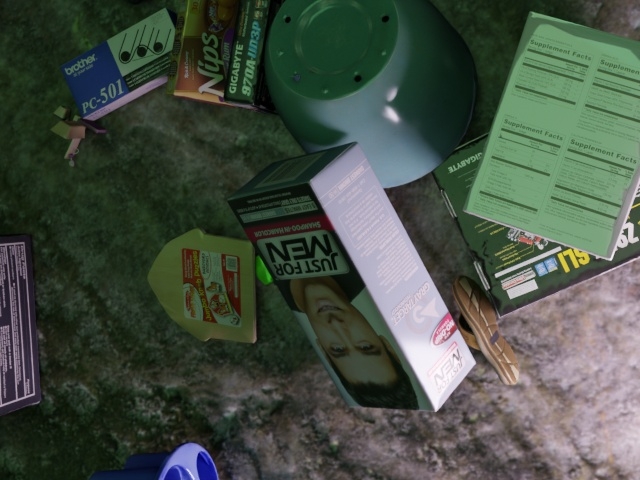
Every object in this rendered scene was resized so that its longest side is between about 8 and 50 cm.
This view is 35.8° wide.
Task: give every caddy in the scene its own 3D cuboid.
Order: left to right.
[{"bbox_3d":[-0.238,0.481,1.522,0.179,0.241,0.342,-1,92,20],"label":"caddy"}]

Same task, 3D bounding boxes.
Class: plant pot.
[{"bbox_3d":[0.053,-0.244,1.391,0.292,0.235,0.293,-5,76,20],"label":"plant pot"}]

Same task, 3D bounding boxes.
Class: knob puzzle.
[{"bbox_3d":[-0.188,0.069,1.592,0.213,0.030,0.213,8,110,22],"label":"knob puzzle"}]

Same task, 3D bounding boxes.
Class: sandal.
[{"bbox_3d":[0.239,0.140,1.488,0.049,0.072,0.180,-28,90,34],"label":"sandal"}]

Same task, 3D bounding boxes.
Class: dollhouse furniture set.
[{"bbox_3d":[-0.424,-0.164,1.607,0.091,0.114,0.081,30,103,8],"label":"dollhouse furniture set"}]

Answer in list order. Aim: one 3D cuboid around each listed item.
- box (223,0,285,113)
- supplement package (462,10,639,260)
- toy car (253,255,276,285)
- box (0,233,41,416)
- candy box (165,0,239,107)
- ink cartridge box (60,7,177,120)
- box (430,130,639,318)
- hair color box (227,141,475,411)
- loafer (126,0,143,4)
[{"bbox_3d":[-0.081,-0.305,1.485,0.051,0.175,0.220,10,95,12],"label":"box"},{"bbox_3d":[0.329,-0.131,1.303,0.198,0.199,0.263,19,96,13],"label":"supplement package"},{"bbox_3d":[0.000,0.000,1.541,0.224,0.053,0.239,-26,85,13],"label":"toy car"},{"bbox_3d":[-0.602,0.144,1.566,0.182,0.294,0.297,-3,91,16],"label":"box"},{"bbox_3d":[-0.171,-0.309,1.544,0.109,0.053,0.187,8,94,-25],"label":"candy box"},{"bbox_3d":[-0.311,-0.284,1.608,0.207,0.046,0.097,-26,85,13],"label":"ink cartridge box"},{"bbox_3d":[0.353,-0.068,1.441,0.321,0.079,0.257,-26,87,13],"label":"box"},{"bbox_3d":[0.045,0.060,1.396,0.185,0.113,0.375,-8,118,49],"label":"hair color box"},{"bbox_3d":[-0.373,-0.443,1.606,0.223,0.076,0.078,39,105,14],"label":"loafer"}]
